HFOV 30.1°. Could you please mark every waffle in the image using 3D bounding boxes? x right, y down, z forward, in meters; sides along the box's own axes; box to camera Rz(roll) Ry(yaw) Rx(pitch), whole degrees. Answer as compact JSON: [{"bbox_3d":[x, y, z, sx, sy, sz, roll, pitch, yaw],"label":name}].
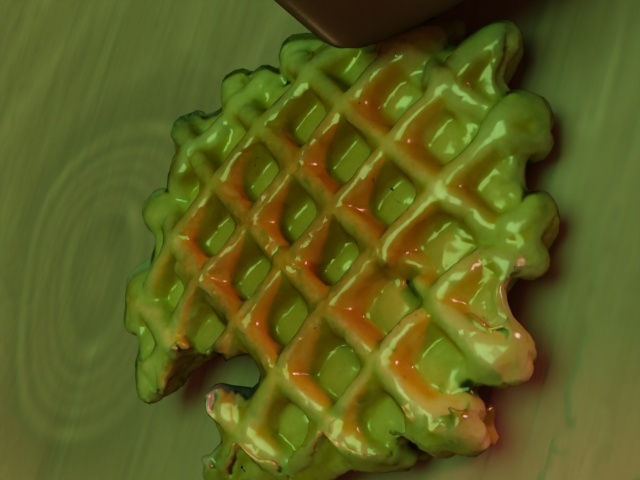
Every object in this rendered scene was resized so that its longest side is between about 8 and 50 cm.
[{"bbox_3d":[-0.002,0.000,0.604,0.261,0.056,0.250,-13,66,37],"label":"waffle"}]

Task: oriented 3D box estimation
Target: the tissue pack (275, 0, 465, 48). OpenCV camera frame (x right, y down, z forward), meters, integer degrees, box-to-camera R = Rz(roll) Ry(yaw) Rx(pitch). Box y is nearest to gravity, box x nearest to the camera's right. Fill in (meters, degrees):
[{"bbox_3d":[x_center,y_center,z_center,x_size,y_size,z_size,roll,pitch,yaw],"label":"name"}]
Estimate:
[{"bbox_3d":[0.006,-0.311,0.567,0.277,0.267,0.387,-35,55,13],"label":"tissue pack"}]
